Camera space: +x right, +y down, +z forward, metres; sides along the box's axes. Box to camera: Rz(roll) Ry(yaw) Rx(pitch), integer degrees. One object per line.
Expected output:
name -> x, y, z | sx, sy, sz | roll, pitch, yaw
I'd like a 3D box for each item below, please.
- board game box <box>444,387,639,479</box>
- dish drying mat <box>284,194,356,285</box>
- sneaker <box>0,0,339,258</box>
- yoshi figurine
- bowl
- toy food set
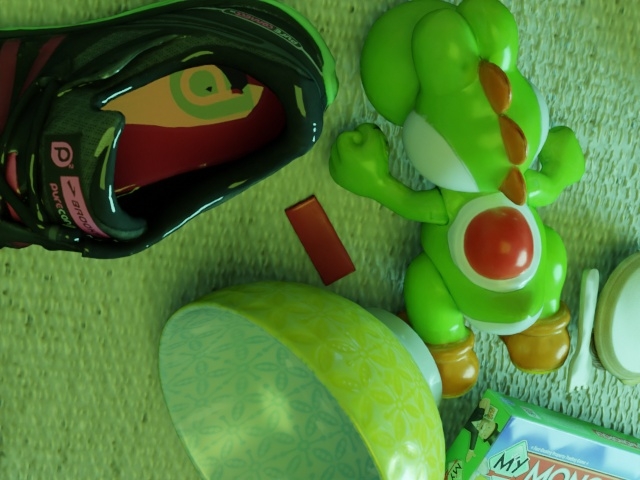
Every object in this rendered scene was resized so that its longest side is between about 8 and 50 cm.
board game box -> 0.219, 0.271, 1.318 | 0.317, 0.046, 0.213 | 21, 107, -36
dish drying mat -> 0.000, 0.000, 1.243 | 0.032, 0.008, 0.083 | -28, 114, 2
sneaker -> -0.218, -0.074, 1.068 | 0.482, 0.202, 0.185 | -20, 112, -3
yoshi figurine -> 0.117, -0.057, 1.185 | 0.203, 0.203, 0.362 | 13, 131, 27
bowl -> 0.011, 0.142, 1.191 | 0.156, 0.289, 0.289 | -34, 118, -33
toy food set -> 0.288, 0.071, 1.287 | 0.192, 0.038, 0.132 | -2, 102, -38
